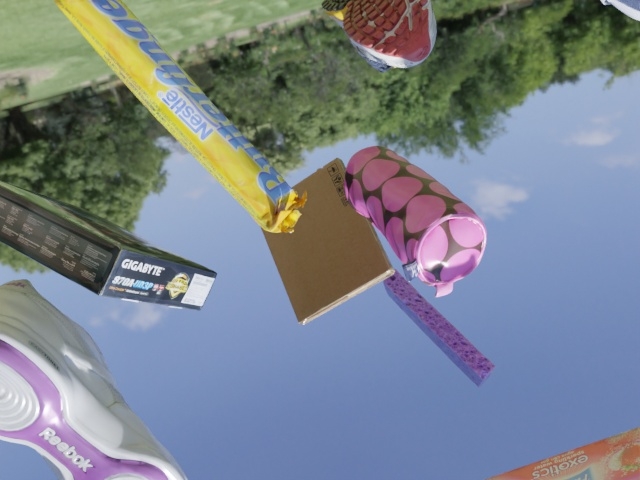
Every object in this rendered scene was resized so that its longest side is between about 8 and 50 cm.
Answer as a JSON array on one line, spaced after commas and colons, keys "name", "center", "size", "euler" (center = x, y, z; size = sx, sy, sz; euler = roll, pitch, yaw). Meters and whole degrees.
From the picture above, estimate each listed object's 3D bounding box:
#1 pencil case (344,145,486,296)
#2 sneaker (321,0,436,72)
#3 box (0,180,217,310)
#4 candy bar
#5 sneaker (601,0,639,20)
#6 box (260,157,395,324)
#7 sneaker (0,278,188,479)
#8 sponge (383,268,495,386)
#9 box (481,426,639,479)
[{"name": "pencil case", "center": [0.097, -0.029, 0.810], "size": [0.095, 0.098, 0.209], "euler": [-14, -148, -13]}, {"name": "sneaker", "center": [0.075, -0.222, 0.747], "size": [0.088, 0.093, 0.225], "euler": [-38, -152, 10]}, {"name": "box", "center": [-0.243, 0.004, 0.751], "size": [0.220, 0.051, 0.175], "euler": [23, 179, 24]}, {"name": "candy bar", "center": [-0.065, -0.066, 0.327], "size": [0.018, 0.161, 0.040], "euler": [-38, -170, 28]}, {"name": "sneaker", "center": [0.430, -0.329, 0.700], "size": [0.366, 0.137, 0.210], "euler": [-13, 169, 29]}, {"name": "box", "center": [0.000, 0.000, 1.073], "size": [0.164, 0.201, 0.021], "euler": [-32, 156, 19]}, {"name": "sneaker", "center": [-0.207, 0.160, 0.658], "size": [0.114, 0.305, 0.152], "euler": [-27, -155, 5]}, {"name": "sponge", "center": [0.182, 0.138, 1.112], "size": [0.031, 0.210, 0.117], "euler": [-43, 160, -5]}, {"name": "box", "center": [0.380, 0.405, 1.031], "size": [0.300, 0.154, 0.142], "euler": [-25, -166, 17]}]
